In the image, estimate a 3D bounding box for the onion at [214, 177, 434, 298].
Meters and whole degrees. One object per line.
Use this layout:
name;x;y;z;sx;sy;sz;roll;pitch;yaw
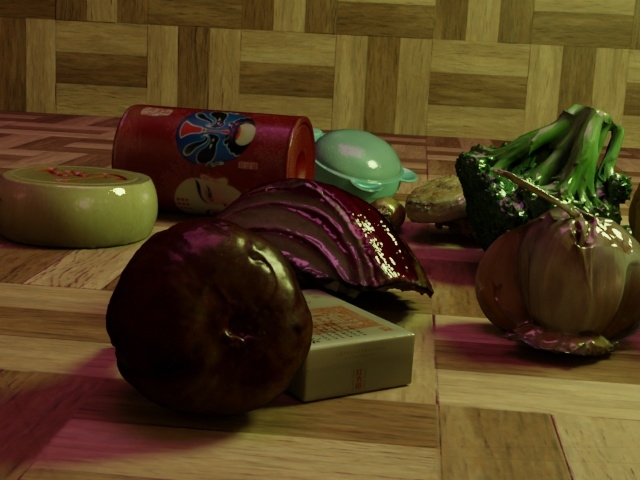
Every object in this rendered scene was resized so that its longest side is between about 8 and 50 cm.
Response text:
onion;0.000;0.000;1.357;0.314;0.146;0.280;3;-3;22

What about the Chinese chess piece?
Chinese chess piece;-0.405;-0.060;1.717;0.273;0.102;0.273;2;12;0

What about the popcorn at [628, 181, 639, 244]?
popcorn;0.542;-0.062;1.370;0.292;0.334;0.293;30;1;40

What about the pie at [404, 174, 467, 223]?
pie;0.249;-0.080;1.849;0.185;0.052;0.218;-6;13;24

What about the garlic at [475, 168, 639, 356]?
garlic;0.268;0.043;1.209;0.207;0.207;0.256;14;-21;44

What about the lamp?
lamp;0.053;-0.166;2.223;0.284;0.147;0.209;12;18;41

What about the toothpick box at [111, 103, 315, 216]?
toothpick box;-0.194;-0.143;1.925;0.333;0.204;0.204;5;12;14

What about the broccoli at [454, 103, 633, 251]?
broccoli;0.364;-0.074;1.609;0.308;0.275;0.308;29;6;-3

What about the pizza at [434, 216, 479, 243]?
pizza;0.296;-0.028;1.844;0.188;0.062;0.199;-9;15;11

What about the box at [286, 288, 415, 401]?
box;-0.011;0.107;1.117;0.141;0.058;0.201;-4;14;-30

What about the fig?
fig;-0.141;0.101;1.004;0.190;0.191;0.290;-10;-19;-46

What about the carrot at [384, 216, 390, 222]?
carrot;0.065;-0.030;1.843;0.048;0.048;0.216;-2;7;-24

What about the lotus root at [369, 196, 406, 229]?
lotus root;0.118;-0.048;1.880;0.072;0.063;0.152;16;6;8
